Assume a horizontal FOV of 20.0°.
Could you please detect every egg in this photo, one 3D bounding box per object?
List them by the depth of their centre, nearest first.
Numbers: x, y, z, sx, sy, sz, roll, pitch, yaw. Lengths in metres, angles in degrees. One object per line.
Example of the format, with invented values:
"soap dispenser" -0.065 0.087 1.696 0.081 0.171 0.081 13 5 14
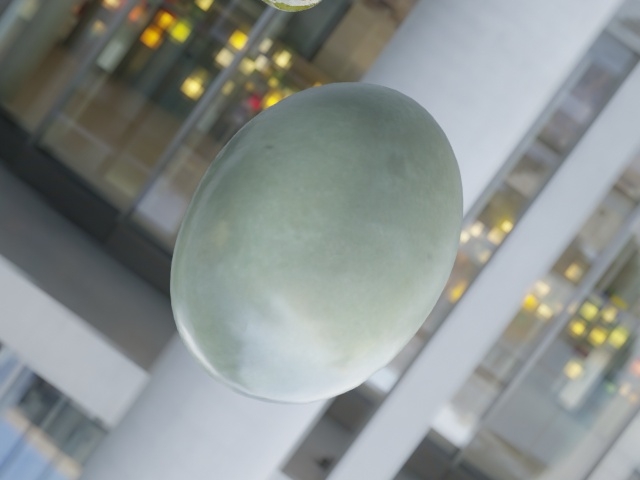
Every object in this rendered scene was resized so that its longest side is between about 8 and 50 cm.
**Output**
"egg" 0.000 0.000 1.759 0.258 0.352 0.258 27 146 19

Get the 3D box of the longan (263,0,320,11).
"longan" -0.021 -0.219 1.469 0.083 0.075 0.075 30 -179 33
